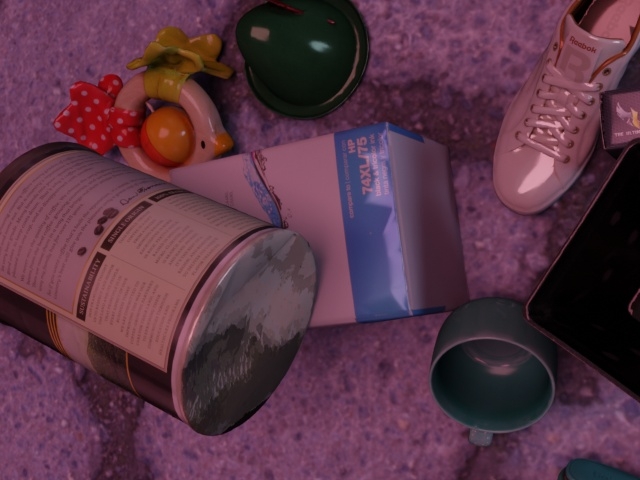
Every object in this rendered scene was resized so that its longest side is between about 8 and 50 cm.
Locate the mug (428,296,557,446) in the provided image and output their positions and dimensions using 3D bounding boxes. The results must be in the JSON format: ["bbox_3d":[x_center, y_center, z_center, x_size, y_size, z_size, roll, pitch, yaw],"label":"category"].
[{"bbox_3d":[0.179,0.133,0.917,0.129,0.097,0.157,37,125,-8],"label":"mug"}]

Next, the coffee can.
[{"bbox_3d":[-0.172,0.039,0.827,0.275,0.201,0.201,22,98,26],"label":"coffee can"}]

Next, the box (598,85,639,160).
[{"bbox_3d":[0.389,-0.112,0.783,0.233,0.183,0.059,-6,85,27],"label":"box"}]

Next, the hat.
[{"bbox_3d":[-0.071,-0.250,1.018,0.209,0.184,0.172,26,100,25],"label":"hat"}]

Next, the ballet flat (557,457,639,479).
[{"bbox_3d":[0.358,0.292,0.850,0.247,0.083,0.087,12,118,27],"label":"ballet flat"}]

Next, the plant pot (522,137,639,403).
[{"bbox_3d":[0.329,0.045,0.758,0.188,0.167,0.187,38,106,32],"label":"plant pot"}]

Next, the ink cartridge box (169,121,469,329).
[{"bbox_3d":[0.000,0.000,0.965,0.270,0.198,0.197,-9,84,26],"label":"ink cartridge box"}]

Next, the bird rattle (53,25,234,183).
[{"bbox_3d":[-0.225,-0.158,1.131,0.254,0.143,0.207,-33,90,25],"label":"bird rattle"}]

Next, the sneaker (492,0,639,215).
[{"bbox_3d":[0.254,-0.163,0.888,0.106,0.123,0.290,29,102,23],"label":"sneaker"}]
